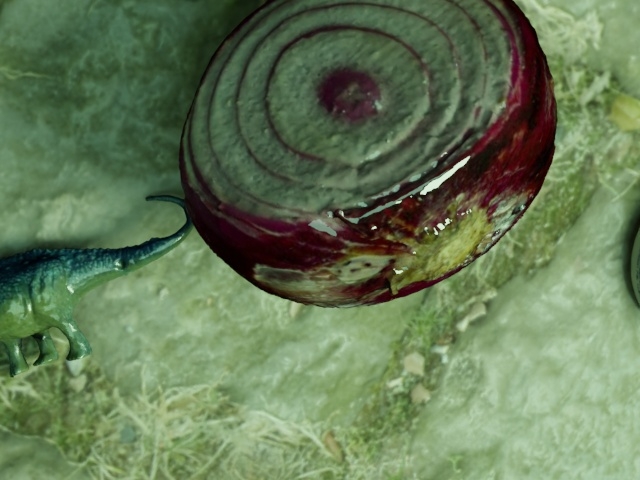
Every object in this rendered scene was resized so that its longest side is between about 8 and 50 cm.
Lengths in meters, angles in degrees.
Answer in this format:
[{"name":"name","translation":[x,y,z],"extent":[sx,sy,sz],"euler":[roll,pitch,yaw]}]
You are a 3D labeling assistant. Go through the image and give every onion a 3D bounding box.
[{"name":"onion","translation":[0.043,-0.077,1.019],"extent":[0.336,0.282,0.260],"euler":[-38,153,-9]}]

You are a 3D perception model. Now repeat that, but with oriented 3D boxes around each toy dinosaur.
[{"name":"toy dinosaur","translation":[-0.289,0.062,1.101],"extent":[0.363,0.076,0.147],"euler":[-14,97,-4]}]

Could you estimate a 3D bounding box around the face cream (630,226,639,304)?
[{"name":"face cream","translation":[0.449,0.027,1.242],"extent":[0.206,0.111,0.206],"euler":[-3,106,-12]}]
